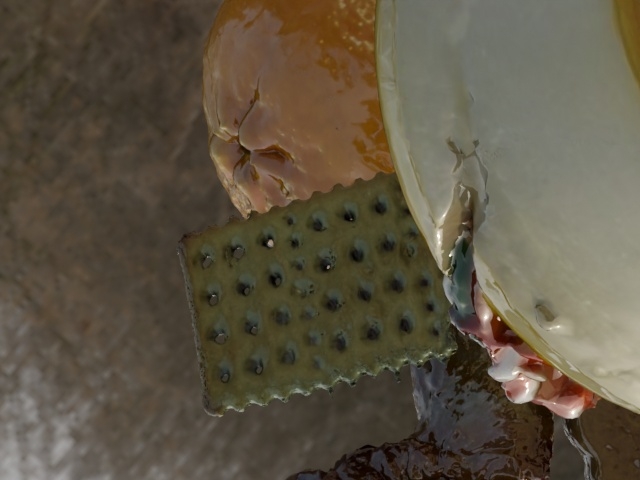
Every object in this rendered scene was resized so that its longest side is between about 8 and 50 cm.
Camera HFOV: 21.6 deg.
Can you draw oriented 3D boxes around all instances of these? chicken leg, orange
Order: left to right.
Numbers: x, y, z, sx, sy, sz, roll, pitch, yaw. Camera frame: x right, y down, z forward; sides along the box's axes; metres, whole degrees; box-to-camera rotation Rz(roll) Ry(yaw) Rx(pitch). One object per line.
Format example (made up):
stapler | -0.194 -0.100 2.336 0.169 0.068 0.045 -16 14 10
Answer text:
orange | 0.051 -0.120 1.466 0.340 0.293 0.340 42 146 37
chicken leg | 0.071 0.139 1.130 0.177 0.322 0.083 15 -177 17

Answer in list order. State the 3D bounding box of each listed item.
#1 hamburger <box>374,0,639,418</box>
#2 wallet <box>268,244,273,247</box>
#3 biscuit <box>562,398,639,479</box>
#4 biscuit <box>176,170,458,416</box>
hamburger | 0.142 -0.069 0.520 0.151 0.295 0.227 -13 100 58
wallet | -0.001 0.000 1.798 0.285 0.030 0.146 31 149 52
biscuit | 0.224 0.020 1.106 0.047 0.183 0.319 -156 49 -73
biscuit | 0.011 0.029 1.057 0.016 0.203 0.144 59 -162 -61
